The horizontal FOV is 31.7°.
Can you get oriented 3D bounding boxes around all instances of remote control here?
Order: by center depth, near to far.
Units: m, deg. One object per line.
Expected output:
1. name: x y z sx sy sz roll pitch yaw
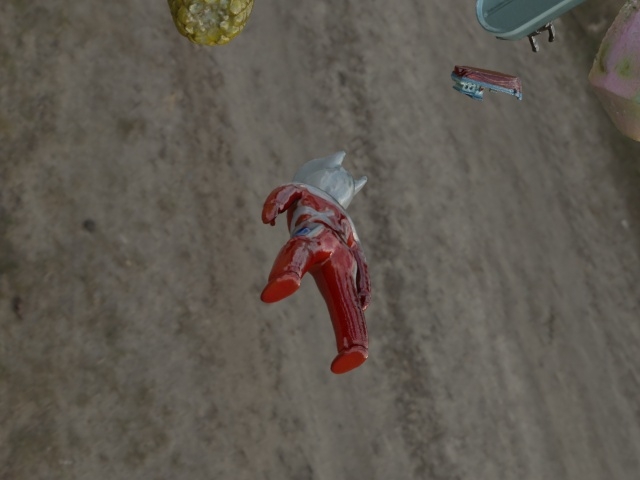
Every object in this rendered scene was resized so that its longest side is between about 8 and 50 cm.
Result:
1. remote control: 0.318 -0.350 1.490 0.052 0.247 0.104 26 43 -48

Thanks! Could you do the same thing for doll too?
1. doll: 0.000 0.000 1.420 0.188 0.099 0.384 49 23 -20
2. doll: 0.361 -0.422 1.981 0.139 0.057 0.165 64 8 16

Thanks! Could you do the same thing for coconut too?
1. coconut: 0.553 -0.276 1.803 0.233 0.245 0.233 24 18 -8

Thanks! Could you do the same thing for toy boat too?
1. toy boat: 0.349 -0.322 2.344 0.172 0.059 0.069 6 19 -24

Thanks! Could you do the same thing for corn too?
1. corn: -0.116 -0.294 1.194 0.106 0.106 0.305 40 23 -23
